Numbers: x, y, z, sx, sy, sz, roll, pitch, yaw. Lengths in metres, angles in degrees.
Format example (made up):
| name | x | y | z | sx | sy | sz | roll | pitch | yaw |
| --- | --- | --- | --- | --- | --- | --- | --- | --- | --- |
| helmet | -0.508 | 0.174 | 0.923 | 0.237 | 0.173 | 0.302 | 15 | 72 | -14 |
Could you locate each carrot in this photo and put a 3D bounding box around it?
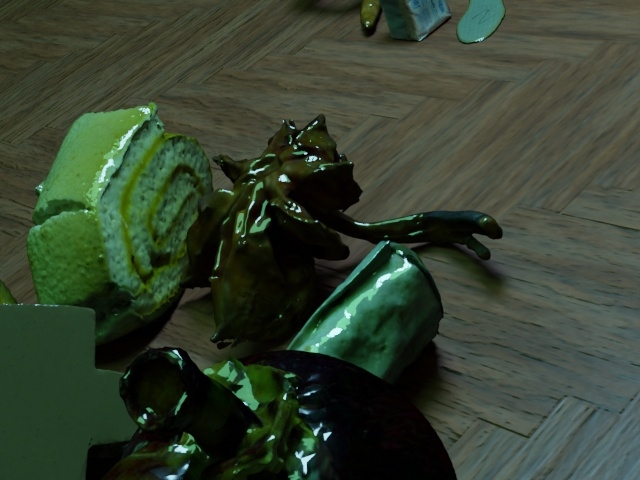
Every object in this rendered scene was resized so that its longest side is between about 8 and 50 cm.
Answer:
| name | x | y | z | sx | sy | sz | roll | pitch | yaw |
| --- | --- | --- | --- | --- | --- | --- | --- | --- | --- |
| carrot | 0.071 | -0.333 | 1.665 | 0.035 | 0.036 | 0.165 | -15 | 34 | 13 |

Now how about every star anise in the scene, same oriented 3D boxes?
| name | x | y | z | sx | sy | sz | roll | pitch | yaw |
| --- | --- | --- | --- | --- | --- | --- | --- | --- | --- |
| star anise | -0.001 | -0.006 | 1.119 | 0.346 | 0.148 | 0.237 | -6 | 57 | 22 |

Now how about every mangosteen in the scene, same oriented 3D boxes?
| name | x | y | z | sx | sy | sz | roll | pitch | yaw |
| --- | --- | --- | --- | --- | --- | --- | --- | --- | --- |
| mangosteen | -0.031 | 0.157 | 0.738 | 0.231 | 0.289 | 0.231 | -6 | 52 | 7 |

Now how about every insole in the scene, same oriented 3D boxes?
| name | x | y | z | sx | sy | sz | roll | pitch | yaw |
| --- | --- | --- | --- | --- | --- | --- | --- | --- | --- |
| insole | 0.211 | -0.303 | 1.555 | 0.064 | 0.004 | 0.188 | -9 | 34 | 19 |

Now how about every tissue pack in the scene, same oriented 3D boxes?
| name | x | y | z | sx | sy | sz | roll | pitch | yaw |
| --- | --- | --- | --- | --- | --- | --- | --- | --- | --- |
| tissue pack | 0.119 | -0.316 | 1.547 | 0.074 | 0.094 | 0.058 | -40 | 36 | -24 |

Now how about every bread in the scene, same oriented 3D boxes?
| name | x | y | z | sx | sy | sz | roll | pitch | yaw |
| --- | --- | --- | --- | --- | --- | --- | --- | --- | --- |
| bread | -0.211 | -0.017 | 1.223 | 0.124 | 0.186 | 0.257 | -3 | 44 | 23 |

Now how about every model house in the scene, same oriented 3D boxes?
| name | x | y | z | sx | sy | sz | roll | pitch | yaw |
| --- | --- | --- | --- | --- | --- | --- | --- | --- | --- |
| model house | -0.267 | 0.154 | 1.064 | 0.176 | 0.181 | 0.248 | 7 | -13 | -27 |

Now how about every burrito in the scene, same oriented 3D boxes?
| name | x | y | z | sx | sy | sz | roll | pitch | yaw |
| --- | --- | --- | --- | --- | --- | --- | --- | --- | --- |
| burrito | 0.008 | 0.111 | 0.953 | 0.089 | 0.144 | 0.229 | 33 | 66 | 26 |

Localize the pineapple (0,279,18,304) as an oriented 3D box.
| name | x | y | z | sx | sy | sz | roll | pitch | yaw |
| --- | --- | --- | --- | --- | --- | --- | --- | --- | --- |
| pineapple | -0.374 | 0.103 | 1.186 | 0.236 | 0.186 | 0.114 | -57 | 16 | 36 |
